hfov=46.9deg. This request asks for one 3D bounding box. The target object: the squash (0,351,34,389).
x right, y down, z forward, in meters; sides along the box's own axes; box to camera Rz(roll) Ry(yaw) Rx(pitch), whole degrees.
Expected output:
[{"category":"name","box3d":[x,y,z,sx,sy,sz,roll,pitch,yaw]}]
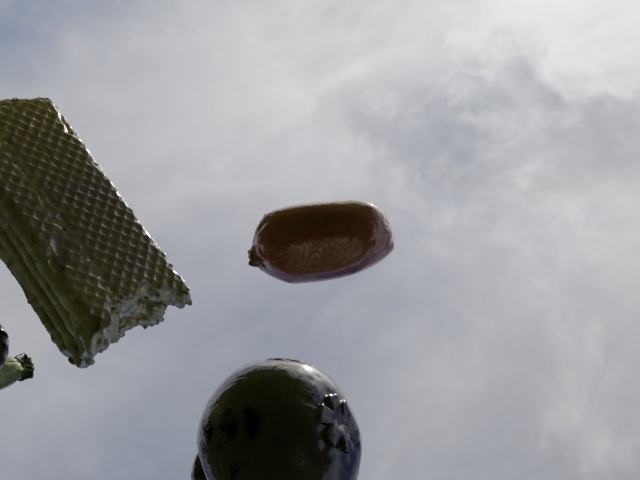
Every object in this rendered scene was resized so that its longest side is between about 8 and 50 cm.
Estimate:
[{"category":"squash","box3d":[-0.475,0.189,1.003,0.052,0.183,0.052,4,-83,32]}]

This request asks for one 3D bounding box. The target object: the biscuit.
[{"category":"biscuit","box3d":[-0.214,-0.013,0.603,0.239,0.108,0.062,52,-51,11]}]

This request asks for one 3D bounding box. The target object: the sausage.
[{"category":"sausage","box3d":[0.000,0.000,1.264,0.255,0.148,0.148,-10,-126,1]}]

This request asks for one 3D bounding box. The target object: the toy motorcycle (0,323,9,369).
[{"category":"toy motorcycle","box3d":[-0.354,0.037,0.610,0.123,0.215,0.080,-28,-171,-20]}]

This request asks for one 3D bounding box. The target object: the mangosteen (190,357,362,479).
[{"category":"mangosteen","box3d":[-0.059,0.237,0.807,0.230,0.194,0.194,-40,-135,34]}]
